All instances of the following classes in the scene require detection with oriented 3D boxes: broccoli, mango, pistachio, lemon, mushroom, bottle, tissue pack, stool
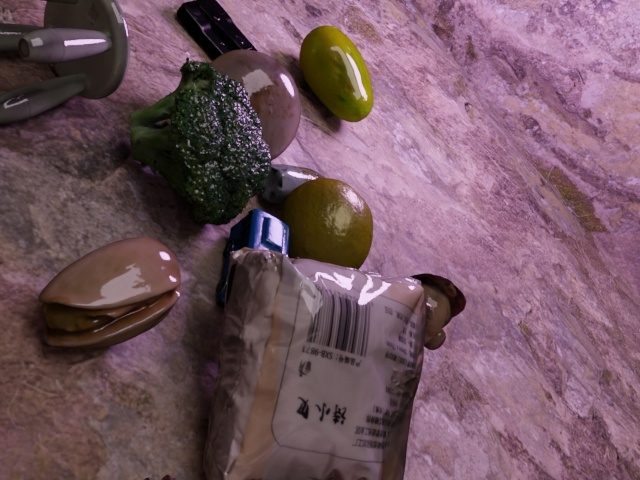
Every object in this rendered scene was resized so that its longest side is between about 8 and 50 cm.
[{"bbox_3d":[-0.202,-0.155,1.096,0.241,0.269,0.262,6,71,-4],"label":"broccoli"},{"bbox_3d":[0.048,-0.431,1.691,0.273,0.149,0.185,60,28,2],"label":"mango"},{"bbox_3d":[-0.276,0.069,0.872,0.215,0.144,0.144,-23,77,-49],"label":"pistachio"},{"bbox_3d":[0.011,-0.012,1.230,0.184,0.184,0.249,23,56,-35],"label":"lemon"},{"bbox_3d":[-0.149,-0.263,1.289,0.226,0.178,0.227,-11,108,-36],"label":"mushroom"},{"bbox_3d":[-0.021,-0.112,1.373,0.269,0.083,0.083,0,59,-54],"label":"bottle"},{"bbox_3d":[0.017,0.205,0.970,0.375,0.195,0.390,21,71,-33],"label":"tissue pack"},{"bbox_3d":[-0.425,-0.304,0.987,0.195,0.195,0.198,54,36,4],"label":"stool"}]

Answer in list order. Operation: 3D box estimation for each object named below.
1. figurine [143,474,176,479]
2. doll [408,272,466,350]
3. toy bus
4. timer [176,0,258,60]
[{"bbox_3d":[-0.168,0.340,0.808,0.129,0.054,0.072,32,46,-24],"label":"figurine"},{"bbox_3d":[0.173,0.152,1.265,0.255,0.196,0.152,-22,94,-48],"label":"doll"},{"bbox_3d":[-0.109,0.037,1.111,0.090,0.106,0.185,29,40,-26],"label":"toy bus"},{"bbox_3d":[-0.229,-0.480,1.498,0.187,0.055,0.144,49,33,-5],"label":"timer"}]
